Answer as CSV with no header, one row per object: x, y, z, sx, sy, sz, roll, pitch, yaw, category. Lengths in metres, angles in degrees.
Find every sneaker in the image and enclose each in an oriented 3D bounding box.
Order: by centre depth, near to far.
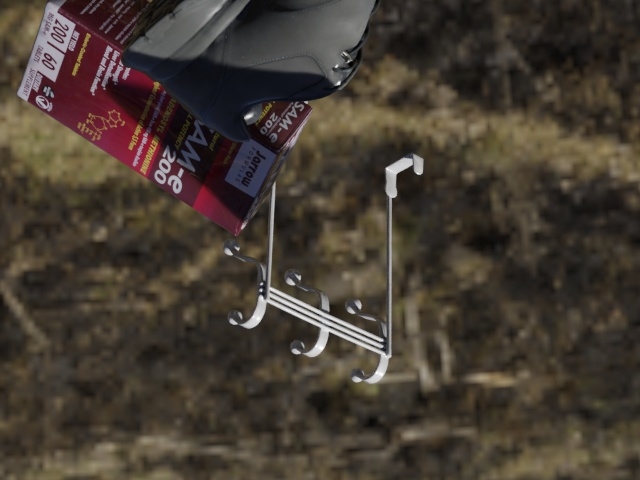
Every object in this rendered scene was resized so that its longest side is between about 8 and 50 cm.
-0.003,-0.169,1.272,0.286,0.109,0.130,-32,111,37,sneaker

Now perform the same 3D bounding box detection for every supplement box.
-0.140,-0.123,1.663,0.239,0.073,0.130,32,139,3,supplement box

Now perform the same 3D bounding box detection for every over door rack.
0.000,0.000,2.447,0.239,0.324,0.108,27,153,-36,over door rack
